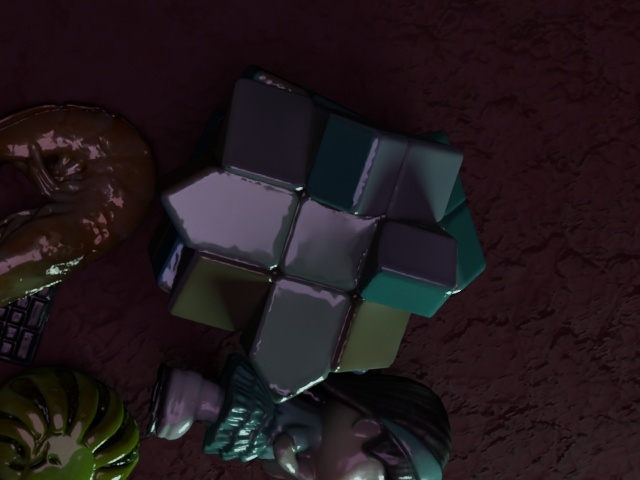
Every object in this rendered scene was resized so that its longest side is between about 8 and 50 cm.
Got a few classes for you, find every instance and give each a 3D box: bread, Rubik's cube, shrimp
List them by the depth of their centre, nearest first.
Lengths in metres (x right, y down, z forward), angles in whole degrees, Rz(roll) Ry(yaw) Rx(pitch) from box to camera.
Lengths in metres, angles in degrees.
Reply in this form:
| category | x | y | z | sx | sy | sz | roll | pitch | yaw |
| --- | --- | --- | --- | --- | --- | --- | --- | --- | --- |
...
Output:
| category | x | y | z | sx | sy | sz | roll | pitch | yaw |
| --- | --- | --- | --- | --- | --- | --- | --- | --- | --- |
| Rubik's cube | 0.000 | 0.000 | 1.008 | 0.265 | 0.213 | 0.224 | 23 | 96 | -15 |
| shrimp | -0.234 | -0.022 | 1.032 | 0.236 | 0.053 | 0.133 | -33 | 103 | -14 |
| bread | -0.211 | 0.172 | 1.084 | 0.130 | 0.071 | 0.139 | 22 | 97 | -18 |

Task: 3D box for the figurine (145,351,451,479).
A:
| category | x | y | z | sx | sy | sz | roll | pitch | yaw |
| --- | --- | --- | --- | --- | --- | --- | --- | --- | --- |
| figurine | -0.014 | 0.148 | 1.088 | 0.246 | 0.138 | 0.110 | 14 | 82 | -7 |

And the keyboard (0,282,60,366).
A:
| category | x | y | z | sx | sy | sz | roll | pitch | yaw |
| --- | --- | --- | --- | --- | --- | --- | --- | --- | --- |
| keyboard | -0.359 | 0.011 | 1.050 | 0.310 | 0.018 | 0.100 | 19 | 99 | -13 |
